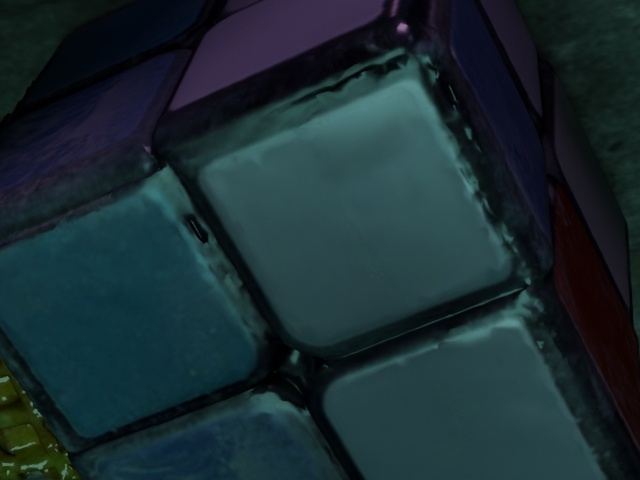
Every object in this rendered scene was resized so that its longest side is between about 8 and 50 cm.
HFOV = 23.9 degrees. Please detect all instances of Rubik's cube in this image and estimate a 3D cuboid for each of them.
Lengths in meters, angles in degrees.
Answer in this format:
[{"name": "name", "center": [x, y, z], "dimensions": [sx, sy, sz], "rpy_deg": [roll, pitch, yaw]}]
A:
[{"name": "Rubik's cube", "center": [0.000, 0.000, 0.941], "dimensions": [0.318, 0.316, 0.313], "rpy_deg": [-21, 114, 20]}]

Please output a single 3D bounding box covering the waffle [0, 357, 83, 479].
[{"name": "waffle", "center": [-0.262, 0.059, 1.160], "dimensions": [0.325, 0.068, 0.302], "rpy_deg": [26, 121, -10]}]
